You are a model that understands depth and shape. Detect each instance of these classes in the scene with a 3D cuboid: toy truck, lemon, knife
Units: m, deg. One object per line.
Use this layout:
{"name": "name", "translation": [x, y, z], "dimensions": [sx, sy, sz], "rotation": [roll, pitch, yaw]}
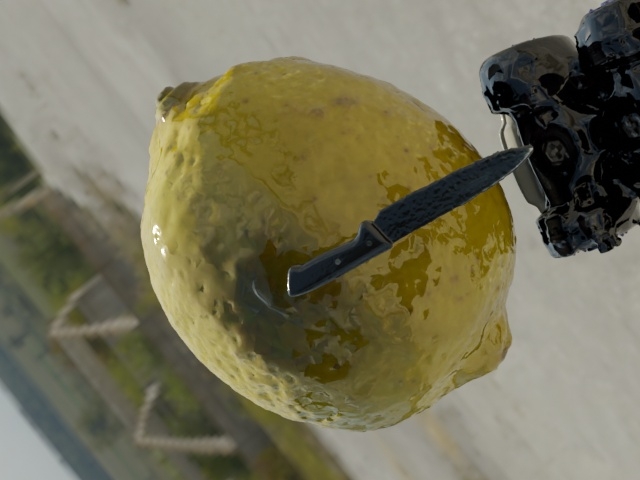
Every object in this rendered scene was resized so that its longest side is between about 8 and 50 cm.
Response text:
{"name": "toy truck", "translation": [0.238, -0.093, 1.224], "dimensions": [0.213, 0.177, 0.161], "rotation": [-22, 89, 45]}
{"name": "lemon", "translation": [0.000, 0.000, 1.216], "dimensions": [0.310, 0.253, 0.253], "rotation": [37, 169, 0]}
{"name": "knife", "translation": [0.048, -0.013, 0.971], "dimensions": [0.023, 0.170, 0.010], "rotation": [62, -160, 3]}
